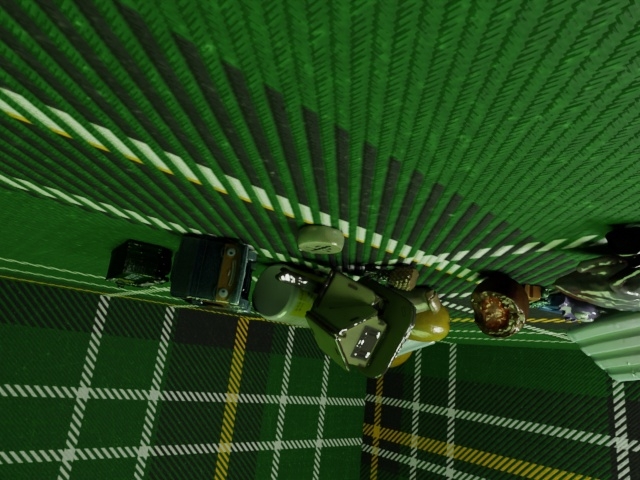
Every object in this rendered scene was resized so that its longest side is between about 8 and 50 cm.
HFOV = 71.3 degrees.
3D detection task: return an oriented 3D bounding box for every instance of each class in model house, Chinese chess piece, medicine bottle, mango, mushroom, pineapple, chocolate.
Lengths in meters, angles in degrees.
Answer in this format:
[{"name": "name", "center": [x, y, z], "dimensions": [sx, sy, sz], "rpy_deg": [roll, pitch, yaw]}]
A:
[{"name": "model house", "center": [0.034, 0.157, 0.989], "dimensions": [0.278, 0.205, 0.218], "rpy_deg": [29, 179, -41]}, {"name": "Chinese chess piece", "center": [0.000, 0.000, 0.784], "dimensions": [0.084, 0.034, 0.084], "rpy_deg": [5, 164, 1]}, {"name": "medicine bottle", "center": [-0.039, 0.154, 1.167], "dimensions": [0.143, 0.143, 0.258], "rpy_deg": [-5, 161, 37]}, {"name": "mango", "center": [0.266, 0.235, 1.366], "dimensions": [0.262, 0.130, 0.167], "rpy_deg": [5, 177, 41]}, {"name": "mushroom", "center": [0.222, 0.170, 1.241], "dimensions": [0.225, 0.093, 0.116], "rpy_deg": [-28, 112, 36]}, {"name": "pineapple", "center": [0.151, 0.073, 0.990], "dimensions": [0.124, 0.058, 0.058], "rpy_deg": [13, 171, 33]}, {"name": "chocolate", "center": [0.390, 0.136, 0.964], "dimensions": [0.124, 0.127, 0.133], "rpy_deg": [15, 149, 3]}]

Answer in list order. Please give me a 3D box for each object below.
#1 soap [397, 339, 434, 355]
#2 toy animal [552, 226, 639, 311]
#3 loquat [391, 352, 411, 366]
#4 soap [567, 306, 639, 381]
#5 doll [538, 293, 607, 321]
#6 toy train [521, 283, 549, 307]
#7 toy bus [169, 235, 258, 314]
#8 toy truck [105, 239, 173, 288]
[{"name": "soap", "center": [0.258, 0.309, 1.460], "dimensions": [0.198, 0.119, 0.066], "rpy_deg": [-18, 121, -5]}, {"name": "toy animal", "center": [0.510, 0.062, 0.698], "dimensions": [0.324, 0.090, 0.195], "rpy_deg": [14, 154, -33]}, {"name": "loquat", "center": [0.281, 0.413, 1.871], "dimensions": [0.243, 0.244, 0.244], "rpy_deg": [6, 165, 2]}, {"name": "soap", "center": [0.721, 0.221, 1.014], "dimensions": [0.173, 0.095, 0.289], "rpy_deg": [45, 164, 13]}, {"name": "doll", "center": [0.590, 0.160, 1.088], "dimensions": [0.110, 0.067, 0.206], "rpy_deg": [24, 169, -26]}, {"name": "toy train", "center": [0.499, 0.134, 1.066], "dimensions": [0.064, 0.044, 0.103], "rpy_deg": [8, 163, 4]}, {"name": "toy bus", "center": [-0.232, 0.085, 1.005], "dimensions": [0.167, 0.139, 0.275], "rpy_deg": [10, 167, -6]}, {"name": "toy truck", "center": [-0.464, 0.069, 1.135], "dimensions": [0.121, 0.088, 0.259], "rpy_deg": [15, 162, -33]}]
